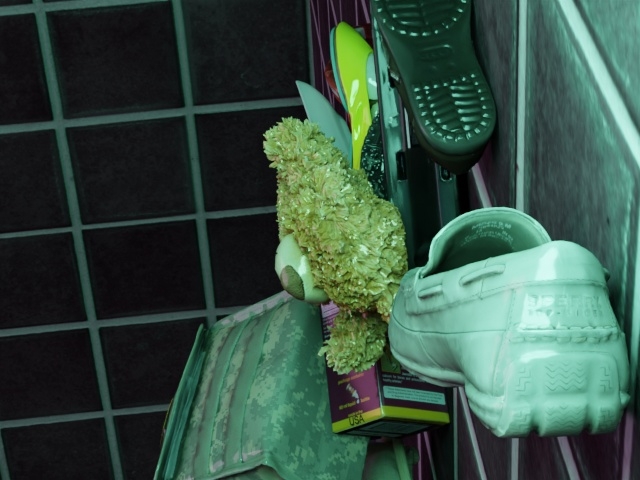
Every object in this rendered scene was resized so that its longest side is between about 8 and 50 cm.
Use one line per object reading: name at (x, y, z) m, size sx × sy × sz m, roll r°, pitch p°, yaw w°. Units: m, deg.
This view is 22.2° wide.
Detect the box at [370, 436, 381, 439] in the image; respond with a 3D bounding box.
box at (0.016, 0.191, 2.257) m, size 0.247 × 0.142 × 0.163 m, roll 171°, pitch 94°, yaw -70°

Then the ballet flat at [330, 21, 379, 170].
ballet flat at (0.064, -0.134, 1.801) m, size 0.077 × 0.077 × 0.231 m, roll 13°, pitch -111°, yaw -64°

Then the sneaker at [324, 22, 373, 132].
sneaker at (0.061, -0.174, 1.971) m, size 0.221 × 0.087 × 0.128 m, roll -77°, pitch -25°, yaw -63°

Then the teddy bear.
teddy bear at (0.000, 0.000, 1.571) m, size 0.338 × 0.113 × 0.245 m, roll -112°, pitch 16°, yaw -63°

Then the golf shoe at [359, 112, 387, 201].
golf shoe at (0.078, -0.038, 1.694) m, size 0.094 × 0.077 × 0.198 m, roll -147°, pitch 52°, yaw -87°

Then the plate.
plate at (0.052, -0.023, 1.977) m, size 0.277 × 0.045 × 0.278 m, roll 68°, pitch -178°, yaw -50°

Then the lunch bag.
lunch bag at (-0.083, 0.209, 1.822) m, size 0.287 × 0.169 × 0.235 m, roll -25°, pitch 39°, yaw 42°

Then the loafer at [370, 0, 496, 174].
loafer at (0.083, -0.141, 1.282) m, size 0.078 × 0.080 × 0.220 m, roll 89°, pitch 175°, yaw -55°

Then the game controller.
game controller at (0.096, -0.112, 1.479) m, size 0.166 × 0.067 × 0.319 m, roll -175°, pitch 79°, yaw -73°

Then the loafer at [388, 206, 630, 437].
loafer at (0.107, 0.035, 0.961) m, size 0.319 × 0.112 × 0.112 m, roll -157°, pitch 66°, yaw -78°

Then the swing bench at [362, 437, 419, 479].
swing bench at (0.064, 0.368, 1.896) m, size 0.253 × 0.165 × 0.255 m, roll -100°, pitch -10°, yaw -53°

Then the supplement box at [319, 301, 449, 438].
supplement box at (0.065, 0.110, 1.744) m, size 0.080 × 0.104 × 0.188 m, roll -25°, pitch 64°, yaw 42°

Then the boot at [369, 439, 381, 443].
boot at (0.075, 0.274, 2.491) m, size 0.123 × 0.095 × 0.258 m, roll -88°, pitch 4°, yaw -58°
